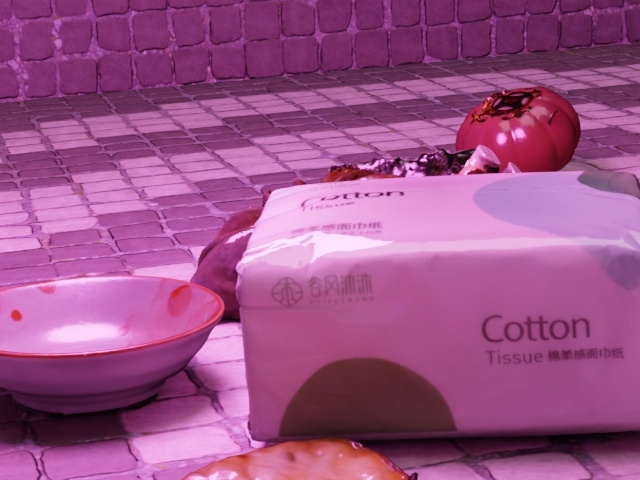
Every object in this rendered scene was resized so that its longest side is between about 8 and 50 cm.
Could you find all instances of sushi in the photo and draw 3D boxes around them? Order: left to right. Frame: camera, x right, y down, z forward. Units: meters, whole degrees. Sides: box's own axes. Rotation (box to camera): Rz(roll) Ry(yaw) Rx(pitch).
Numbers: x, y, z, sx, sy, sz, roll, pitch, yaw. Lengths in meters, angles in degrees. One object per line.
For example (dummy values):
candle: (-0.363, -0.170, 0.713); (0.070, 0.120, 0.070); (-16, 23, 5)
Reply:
sushi: (0.111, -0.039, 1.898); (0.212, 0.115, 0.147); (-6, -8, 6)

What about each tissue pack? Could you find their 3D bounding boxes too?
tissue pack: (0.119, 0.052, 1.394); (0.356, 0.194, 0.266); (-2, 15, 6)

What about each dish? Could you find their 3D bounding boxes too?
dish: (-0.219, 0.105, 1.495); (0.260, 0.085, 0.260); (-1, 14, 0)

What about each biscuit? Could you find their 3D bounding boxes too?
biscuit: (-0.020, 0.197, 1.166); (0.203, 0.041, 0.260); (-3, 13, 15)

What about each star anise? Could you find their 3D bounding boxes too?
star anise: (-0.009, 0.011, 1.717); (0.315, 0.108, 0.315); (-17, 29, 10)

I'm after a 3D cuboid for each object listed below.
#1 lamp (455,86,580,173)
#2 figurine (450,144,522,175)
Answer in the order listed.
lamp: (0.284, -0.139, 2.290); (0.182, 0.140, 0.182); (-17, 23, 8)
figurine: (0.176, 0.003, 1.614); (0.111, 0.102, 0.195); (27, 28, -24)
